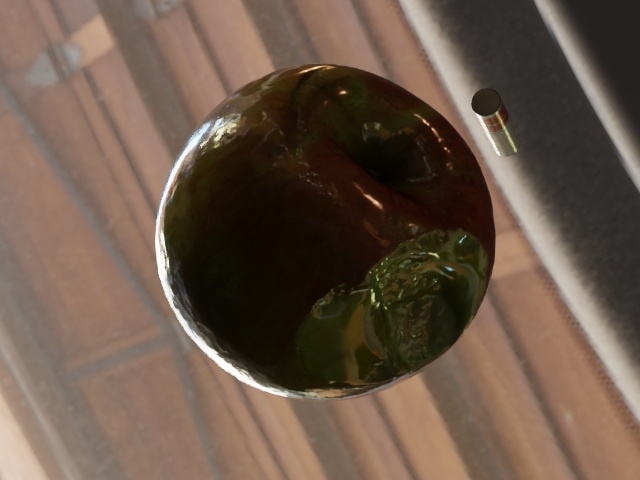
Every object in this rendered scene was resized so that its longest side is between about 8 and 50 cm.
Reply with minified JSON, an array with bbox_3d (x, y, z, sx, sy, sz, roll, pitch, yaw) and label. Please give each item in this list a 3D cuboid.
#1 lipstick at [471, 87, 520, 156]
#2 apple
[{"bbox_3d":[0.222,-0.148,1.704,0.038,0.038,0.131,41,-2,28],"label":"lipstick"},{"bbox_3d":[0.000,0.000,1.347,0.340,0.340,0.339,32,-43,36],"label":"apple"}]
